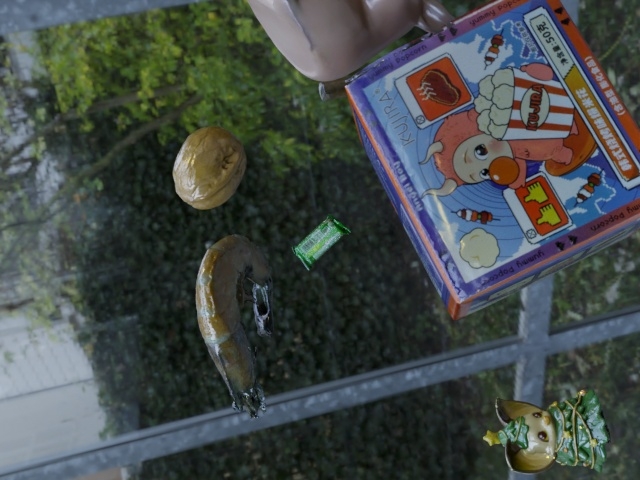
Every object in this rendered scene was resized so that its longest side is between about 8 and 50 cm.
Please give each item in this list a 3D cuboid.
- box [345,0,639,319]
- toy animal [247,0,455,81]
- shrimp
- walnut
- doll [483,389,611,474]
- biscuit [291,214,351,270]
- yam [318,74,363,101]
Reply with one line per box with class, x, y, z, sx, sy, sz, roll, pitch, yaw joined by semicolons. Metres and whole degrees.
box;0.254;-0.113;1.099;0.348;0.319;0.257;65;-176;14
toy animal;0.029;-0.358;1.123;0.195;0.256;0.212;39;160;41
shrimp;-0.170;0.196;1.706;0.272;0.085;0.444;-41;-53;-56
walnut;-0.252;-0.164;1.740;0.159;0.159;0.206;91;-161;-55
doll;0.219;0.190;0.734;0.078;0.113;0.076;-92;-22;-44
biscuit;0.000;0.000;1.176;0.046;0.089;0.016;47;-174;2
yam;0.158;-0.355;1.651;0.045;0.327;0.045;-116;14;-49
